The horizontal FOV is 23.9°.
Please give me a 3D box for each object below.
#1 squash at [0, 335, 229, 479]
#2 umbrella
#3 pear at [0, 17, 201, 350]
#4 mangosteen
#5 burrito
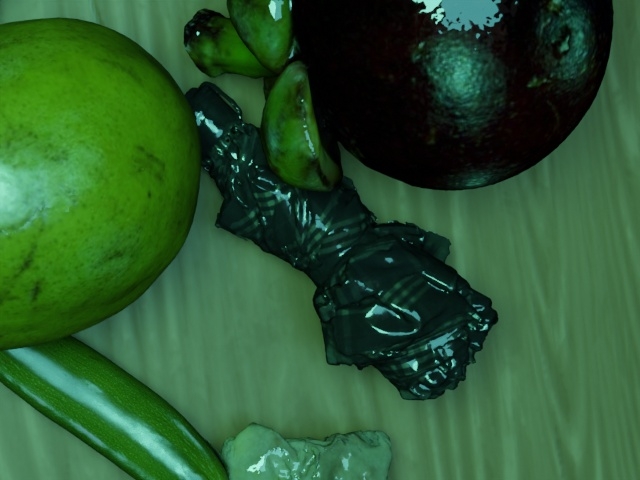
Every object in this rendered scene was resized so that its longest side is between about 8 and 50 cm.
[{"bbox_3d":[-0.185,0.143,1.281,0.318,0.071,0.080,39,38,-4],"label":"squash"},{"bbox_3d":[-0.005,0.011,1.322,0.336,0.128,0.154,32,62,-8],"label":"umbrella"},{"bbox_3d":[-0.236,-0.045,1.166,0.307,0.253,0.253,-21,99,-41],"label":"pear"},{"bbox_3d":[0.082,-0.191,1.242,0.330,0.330,0.330,-1,92,-17],"label":"mangosteen"},{"bbox_3d":[-0.035,0.326,1.332,0.175,0.107,0.348,15,86,-4],"label":"burrito"}]
